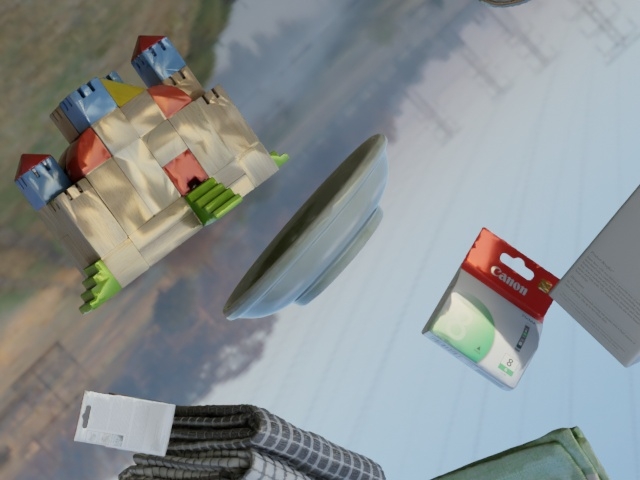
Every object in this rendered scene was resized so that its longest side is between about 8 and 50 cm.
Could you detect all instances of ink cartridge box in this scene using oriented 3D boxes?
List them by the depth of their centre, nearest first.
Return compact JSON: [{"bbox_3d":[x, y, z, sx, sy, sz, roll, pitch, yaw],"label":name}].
[{"bbox_3d":[-0.231,0.211,1.501,0.029,0.115,0.063,1,-102,63],"label":"ink cartridge box"},{"bbox_3d":[0.300,0.112,2.171,0.225,0.181,0.056,-58,-172,-14],"label":"ink cartridge box"}]

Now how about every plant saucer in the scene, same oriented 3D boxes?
[{"bbox_3d":[0.000,0.000,2.137,0.400,0.100,0.400,-48,-175,6],"label":"plant saucer"}]

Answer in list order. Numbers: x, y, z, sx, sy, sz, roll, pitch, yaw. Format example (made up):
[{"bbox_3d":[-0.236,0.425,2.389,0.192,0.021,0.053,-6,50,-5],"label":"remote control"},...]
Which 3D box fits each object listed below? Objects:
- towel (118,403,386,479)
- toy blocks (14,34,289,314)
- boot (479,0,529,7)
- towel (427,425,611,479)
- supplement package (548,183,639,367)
[{"bbox_3d":[-0.088,0.300,1.695,0.283,0.235,0.121,-9,-120,47],"label":"towel"},{"bbox_3d":[-0.249,-0.114,1.721,0.381,0.261,0.191,-39,-171,-28],"label":"toy blocks"},{"bbox_3d":[0.318,-0.409,1.693,0.236,0.089,0.269,-26,176,0],"label":"boot"},{"bbox_3d":[0.219,0.347,1.170,0.038,0.325,0.248,-15,167,-38],"label":"towel"},{"bbox_3d":[0.541,0.029,2.042,0.175,0.177,0.293,-7,139,-57],"label":"supplement package"}]
